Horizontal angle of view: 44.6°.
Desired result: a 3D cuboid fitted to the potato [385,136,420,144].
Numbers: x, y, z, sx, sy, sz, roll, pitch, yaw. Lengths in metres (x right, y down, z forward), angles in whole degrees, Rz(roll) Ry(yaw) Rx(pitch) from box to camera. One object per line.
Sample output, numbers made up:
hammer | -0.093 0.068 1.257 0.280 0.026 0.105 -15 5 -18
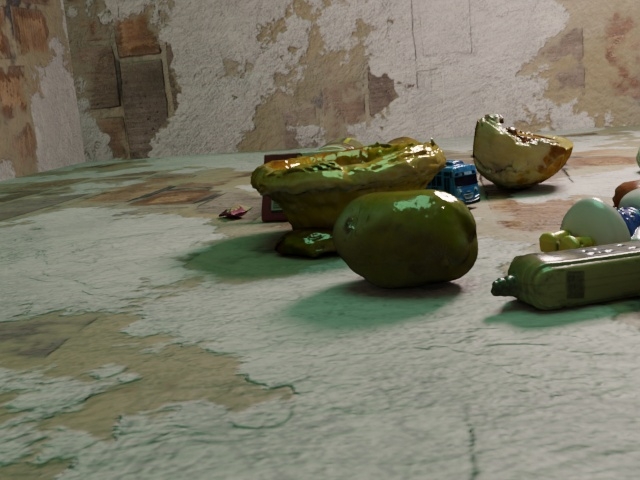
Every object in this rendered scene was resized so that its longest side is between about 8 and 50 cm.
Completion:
potato | 0.242 -0.231 2.231 0.137 0.137 0.176 -13 16 -36

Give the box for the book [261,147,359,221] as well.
book | -0.016 -0.124 1.733 0.231 0.162 0.022 -2 -18 10

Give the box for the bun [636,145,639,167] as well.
bun | 0.909 -0.235 1.966 0.212 0.127 0.204 -1 10 21

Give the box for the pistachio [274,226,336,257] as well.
pistachio | 0.000 0.000 1.351 0.172 0.049 0.089 -2 12 16

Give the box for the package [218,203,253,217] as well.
package | -0.199 -0.068 1.833 0.059 0.029 0.083 -20 7 -30

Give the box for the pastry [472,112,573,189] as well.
pastry | 0.480 -0.202 1.911 0.236 0.170 0.256 17 10 8

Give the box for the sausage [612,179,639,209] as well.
sausage | 0.636 -0.046 1.202 0.094 0.094 0.419 33 -10 -28

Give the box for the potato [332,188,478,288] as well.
potato | 0.118 -0.004 1.094 0.200 0.137 0.154 2 12 36

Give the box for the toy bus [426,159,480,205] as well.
toy bus | 0.258 -0.125 1.733 0.090 0.106 0.184 -11 13 -41

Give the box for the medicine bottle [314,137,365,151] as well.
medicine bottle | 0.048 -0.171 1.928 0.151 0.151 0.322 -3 11 8

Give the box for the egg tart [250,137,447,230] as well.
egg tart | 0.058 -0.097 1.479 0.387 0.169 0.388 -6 7 1

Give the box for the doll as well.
doll | 0.452 -0.023 1.144 0.293 0.119 0.138 -17 23 -27

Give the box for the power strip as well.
power strip | 0.392 0.031 0.993 0.387 0.066 0.092 -8 9 -14
